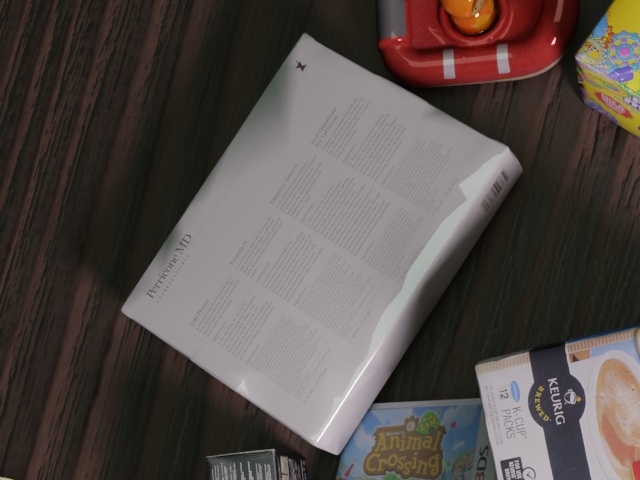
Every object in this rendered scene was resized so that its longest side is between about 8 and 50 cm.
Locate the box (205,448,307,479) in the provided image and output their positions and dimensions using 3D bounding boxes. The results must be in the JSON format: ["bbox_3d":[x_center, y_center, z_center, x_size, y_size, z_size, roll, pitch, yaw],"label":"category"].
[{"bbox_3d":[-0.060,0.318,1.615,0.077,0.147,0.180,-8,78,10],"label":"box"}]

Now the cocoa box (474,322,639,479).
[{"bbox_3d":[0.322,0.265,1.475,0.228,0.231,0.347,-16,75,26],"label":"cocoa box"}]

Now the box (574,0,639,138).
[{"bbox_3d":[0.464,-0.203,1.588,0.290,0.177,0.279,36,88,16],"label":"box"}]

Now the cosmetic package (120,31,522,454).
[{"bbox_3d":[0.000,0.000,1.679,0.284,0.097,0.377,33,87,22],"label":"cosmetic package"}]

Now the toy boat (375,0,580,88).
[{"bbox_3d":[0.168,-0.258,1.678,0.231,0.151,0.151,-5,78,12],"label":"toy boat"}]

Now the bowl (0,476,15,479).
[{"bbox_3d":[-0.356,0.351,1.708,0.170,0.080,0.170,-2,79,12],"label":"bowl"}]

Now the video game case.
[{"bbox_3d":[0.099,0.259,1.584,0.212,0.023,0.193,-8,60,41],"label":"video game case"}]
